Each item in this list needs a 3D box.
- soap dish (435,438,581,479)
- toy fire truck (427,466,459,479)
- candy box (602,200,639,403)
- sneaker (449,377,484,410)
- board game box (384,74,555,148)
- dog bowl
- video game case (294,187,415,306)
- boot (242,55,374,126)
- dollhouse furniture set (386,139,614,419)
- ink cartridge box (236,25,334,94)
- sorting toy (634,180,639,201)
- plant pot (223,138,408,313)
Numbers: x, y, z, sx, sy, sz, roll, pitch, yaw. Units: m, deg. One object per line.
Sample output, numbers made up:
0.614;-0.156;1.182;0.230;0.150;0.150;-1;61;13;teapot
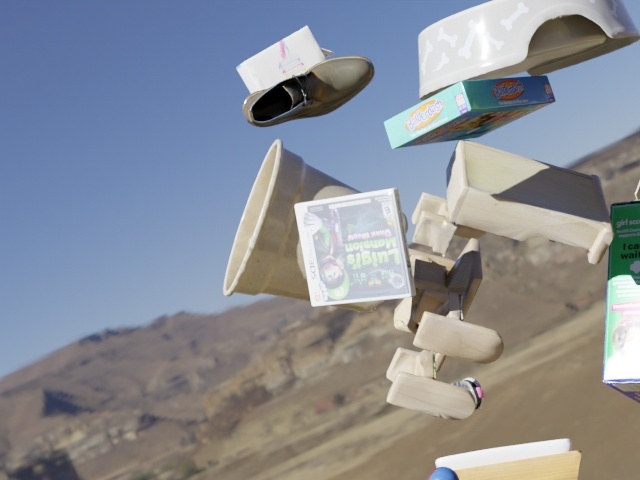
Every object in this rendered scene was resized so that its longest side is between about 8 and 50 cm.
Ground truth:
0.369;0.480;2.299;0.291;0.118;0.229;-10;-19;4;soap dish
0.207;0.483;1.754;0.302;0.254;0.169;20;-6;-7;toy fire truck
0.594;0.117;2.016;0.122;0.317;0.268;-6;-20;33;candy box
0.237;0.297;2.156;0.075;0.063;0.170;-14;-3;-31;sneaker
0.222;-0.191;1.716;0.210;0.047;0.160;-12;-8;-45;board game box
0.309;-0.310;1.785;0.349;0.102;0.349;-15;0;0;dog bowl
0.053;0.014;1.856;0.190;0.173;0.022;-8;4;33;video game case
-0.017;-0.223;1.783;0.219;0.082;0.106;-22;11;4;boot
0.293;0.057;1.984;0.362;0.256;0.394;-84;11;-55;dollhouse furniture set
-0.053;-0.291;1.942;0.143;0.090;0.092;-32;9;-10;ink cartridge box
0.663;-0.083;2.387;0.012;0.062;0.083;-6;33;32;sorting toy
0.000;0.000;2.354;0.305;0.333;0.334;19;-14;-9;plant pot
